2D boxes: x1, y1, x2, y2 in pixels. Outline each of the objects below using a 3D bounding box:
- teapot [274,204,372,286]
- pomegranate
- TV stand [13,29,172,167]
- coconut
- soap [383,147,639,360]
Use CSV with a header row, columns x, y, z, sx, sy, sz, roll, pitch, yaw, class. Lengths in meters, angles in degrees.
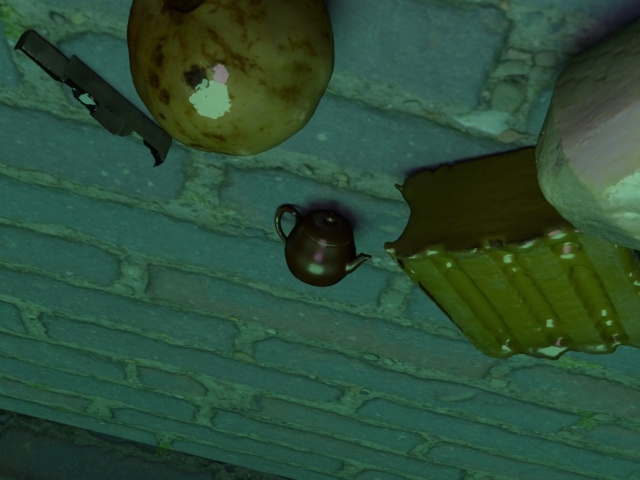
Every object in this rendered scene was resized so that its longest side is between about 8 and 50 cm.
x,y,z,sx,sy,sz,roll,pitch,yaw,class
0.000,0.000,1.211,0.173,0.116,0.116,32,155,21,teapot
-0.090,-0.193,0.825,0.215,0.215,0.215,9,149,6,pomegranate
-0.294,-0.185,1.069,0.042,0.036,0.249,-12,141,37,TV stand
0.351,-0.100,0.783,0.259,0.259,0.259,9,149,6,coconut
0.293,0.031,1.093,0.293,0.156,0.335,-13,141,32,soap
